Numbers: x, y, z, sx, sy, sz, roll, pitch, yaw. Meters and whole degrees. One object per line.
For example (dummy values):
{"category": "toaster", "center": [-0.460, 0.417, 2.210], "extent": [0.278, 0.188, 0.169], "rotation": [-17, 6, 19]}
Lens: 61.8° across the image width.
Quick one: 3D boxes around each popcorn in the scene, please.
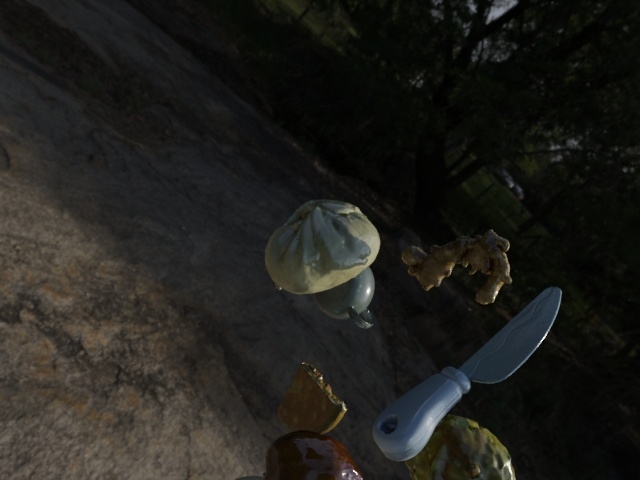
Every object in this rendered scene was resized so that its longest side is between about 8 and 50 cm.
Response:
{"category": "popcorn", "center": [0.407, 0.660, 1.524], "extent": [0.335, 0.274, 0.279], "rotation": [41, 46, 15]}

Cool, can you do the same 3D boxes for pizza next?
{"category": "pizza", "center": [-0.028, 0.435, 1.471], "extent": [0.058, 0.292, 0.197], "rotation": [8, 65, -39]}

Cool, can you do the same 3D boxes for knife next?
{"category": "knife", "center": [0.207, 0.163, 0.687], "extent": [0.044, 0.331, 0.080], "rotation": [59, -11, -19]}

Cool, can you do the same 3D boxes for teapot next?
{"category": "teapot", "center": [0.074, 0.138, 1.575], "extent": [0.129, 0.193, 0.294], "rotation": [23, 31, -48]}

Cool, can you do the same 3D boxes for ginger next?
{"category": "ginger", "center": [0.263, 0.042, 1.004], "extent": [0.193, 0.176, 0.053], "rotation": [49, 16, 27]}

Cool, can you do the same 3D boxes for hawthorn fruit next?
{"category": "hawthorn fruit", "center": [-0.006, 0.541, 1.211], "extent": [0.208, 0.248, 0.207], "rotation": [-1, 90, -75]}

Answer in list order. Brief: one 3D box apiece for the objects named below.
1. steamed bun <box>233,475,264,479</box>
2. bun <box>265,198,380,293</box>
{"category": "steamed bun", "center": [-0.188, 0.810, 1.559], "extent": [0.312, 0.334, 0.232], "rotation": [28, 52, -30]}
{"category": "bun", "center": [0.000, 0.000, 1.134], "extent": [0.259, 0.259, 0.159], "rotation": [-103, 174, -64]}
